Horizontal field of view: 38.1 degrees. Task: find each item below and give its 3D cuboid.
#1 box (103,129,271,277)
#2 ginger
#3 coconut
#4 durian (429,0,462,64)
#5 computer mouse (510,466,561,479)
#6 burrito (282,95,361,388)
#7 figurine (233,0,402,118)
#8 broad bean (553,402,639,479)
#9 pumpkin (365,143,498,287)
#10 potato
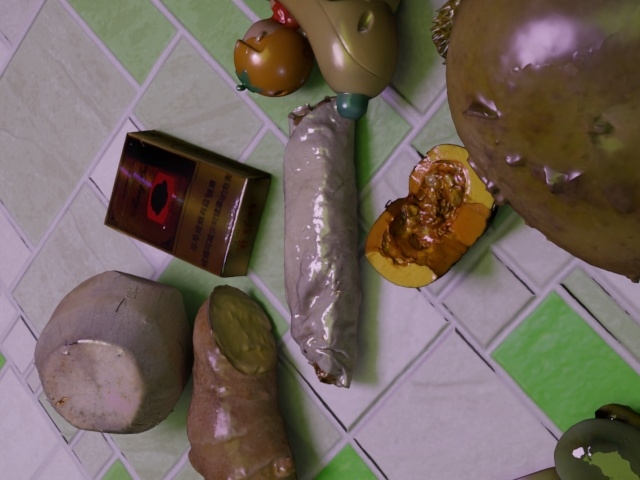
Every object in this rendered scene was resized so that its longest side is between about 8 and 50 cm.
[{"bbox_3d":[-0.200,-0.057,1.371,0.240,0.071,0.159,23,105,28],"label":"box"},{"bbox_3d":[-0.116,0.237,1.297,0.190,0.126,0.353,-7,84,42],"label":"ginger"},{"bbox_3d":[-0.290,0.160,1.349,0.227,0.230,0.227,3,112,7],"label":"coconut"},{"bbox_3d":[0.210,-0.237,1.087,0.187,0.119,0.108,-22,76,28],"label":"durian"},{"bbox_3d":[0.241,0.341,1.122,0.199,0.045,0.102,-29,79,29],"label":"computer mouse"},{"bbox_3d":[0.000,0.000,1.247,0.117,0.076,0.391,-3,88,37],"label":"burrito"},{"bbox_3d":[-0.030,-0.286,1.229,0.325,0.124,0.222,36,106,31],"label":"figurine"},{"bbox_3d":[0.344,0.289,1.006,0.169,0.100,0.227,-18,67,30],"label":"broad bean"},{"bbox_3d":[0.144,-0.030,1.139,0.119,0.108,0.183,44,104,16],"label":"pumpkin"},{"bbox_3d":[0.331,-0.156,0.837,0.442,0.319,0.385,-4,83,15],"label":"potato"}]
